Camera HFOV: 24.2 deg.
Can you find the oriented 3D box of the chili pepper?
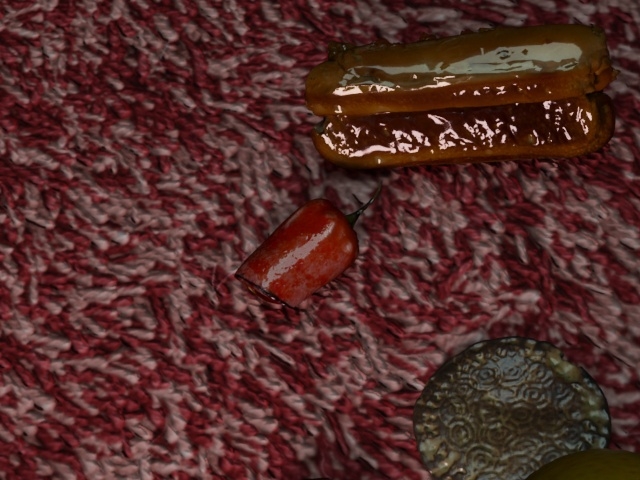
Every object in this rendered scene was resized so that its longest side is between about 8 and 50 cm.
[{"bbox_3d":[0.000,0.000,1.616,0.192,0.084,0.086,-42,78,-10],"label":"chili pepper"}]

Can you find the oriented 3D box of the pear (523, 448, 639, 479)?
[{"bbox_3d":[0.200,0.335,1.200,0.191,0.340,0.386,20,27,-13],"label":"pear"}]

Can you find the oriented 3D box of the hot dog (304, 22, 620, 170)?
[{"bbox_3d":[0.155,-0.164,1.651,0.349,0.158,0.117,-5,40,12],"label":"hot dog"}]

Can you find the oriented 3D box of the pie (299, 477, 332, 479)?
[{"bbox_3d":[0.002,0.302,1.457,0.154,0.038,0.153,-3,60,6],"label":"pie"}]

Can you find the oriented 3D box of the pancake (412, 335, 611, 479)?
[{"bbox_3d":[0.192,0.181,1.506,0.199,0.021,0.199,-5,58,8],"label":"pancake"}]
